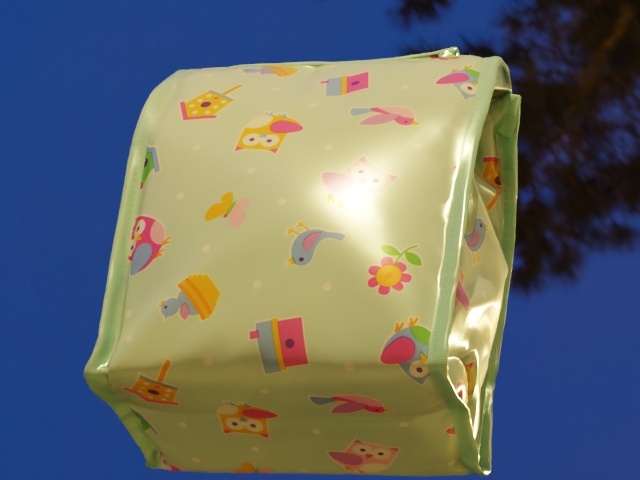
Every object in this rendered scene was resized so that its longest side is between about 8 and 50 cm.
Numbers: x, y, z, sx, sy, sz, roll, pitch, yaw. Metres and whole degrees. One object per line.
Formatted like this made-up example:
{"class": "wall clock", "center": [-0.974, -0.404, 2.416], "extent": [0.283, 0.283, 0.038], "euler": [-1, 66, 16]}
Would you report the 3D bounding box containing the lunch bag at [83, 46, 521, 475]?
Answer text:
{"class": "lunch bag", "center": [0.000, 0.000, 1.170], "extent": [0.223, 0.262, 0.160], "euler": [-2, -36, 16]}
